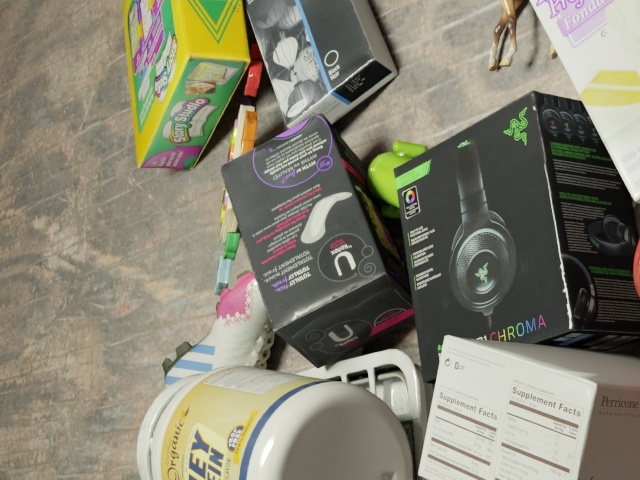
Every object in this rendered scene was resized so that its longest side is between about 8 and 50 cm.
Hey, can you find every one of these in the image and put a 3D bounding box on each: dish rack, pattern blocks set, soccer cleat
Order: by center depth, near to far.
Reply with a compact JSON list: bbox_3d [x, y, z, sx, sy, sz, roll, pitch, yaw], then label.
[{"bbox_3d":[0.062,0.319,1.724,0.285,0.072,0.333,-20,67,50],"label":"dish rack"},{"bbox_3d":[-0.112,0.163,1.980,0.331,0.116,0.143,-49,63,40],"label":"soccer cleat"},{"bbox_3d":[-0.124,-0.098,1.995,0.285,0.026,0.325,107,169,-51],"label":"pattern blocks set"}]

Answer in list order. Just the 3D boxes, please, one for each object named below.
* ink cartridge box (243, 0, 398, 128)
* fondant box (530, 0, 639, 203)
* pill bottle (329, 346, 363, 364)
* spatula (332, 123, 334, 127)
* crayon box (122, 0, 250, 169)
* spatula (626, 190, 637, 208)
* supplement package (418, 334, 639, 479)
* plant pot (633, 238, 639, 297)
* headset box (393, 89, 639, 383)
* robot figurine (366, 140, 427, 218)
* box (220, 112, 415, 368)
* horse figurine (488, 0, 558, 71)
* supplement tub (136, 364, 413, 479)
[{"bbox_3d":[-0.016,-0.320,1.929,0.165,0.065,0.333,-37,53,24],"label":"ink cartridge box"},{"bbox_3d":[0.358,-0.218,1.341,0.238,0.096,0.330,-36,56,25],"label":"fondant box"},{"bbox_3d":[-0.005,0.121,1.848,0.137,0.078,0.078,36,112,51],"label":"pill bottle"},{"bbox_3d":[-0.007,-0.234,1.959,0.084,0.030,0.296,-27,63,34],"label":"spatula"},{"bbox_3d":[-0.218,-0.328,2.131,0.363,0.106,0.313,129,136,-61],"label":"crayon box"},{"bbox_3d":[0.361,-0.162,1.451,0.242,0.019,0.168,-58,43,29],"label":"spatula"},{"bbox_3d":[0.266,0.188,1.304,0.204,0.261,0.145,15,96,54],"label":"supplement package"},{"bbox_3d":[0.389,0.043,1.231,0.191,0.191,0.174,-65,33,22],"label":"plant pot"},{"bbox_3d":[0.218,-0.003,1.512,0.246,0.131,0.283,-27,64,50],"label":"headset box"},{"bbox_3d":[0.104,-0.076,1.746,0.115,0.067,0.101,28,114,53],"label":"robot figurine"},{"bbox_3d":[0.000,0.000,1.762,0.165,0.143,0.270,-27,55,11],"label":"box"},{"bbox_3d":[0.257,-0.292,1.581,0.263,0.066,0.175,3,90,55],"label":"horse figurine"},{"bbox_3d":[-0.065,0.272,1.654,0.316,0.228,0.228,1,84,54],"label":"supplement tub"}]
